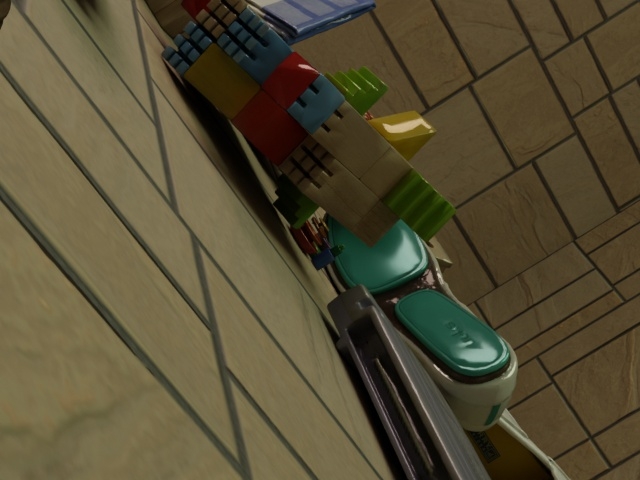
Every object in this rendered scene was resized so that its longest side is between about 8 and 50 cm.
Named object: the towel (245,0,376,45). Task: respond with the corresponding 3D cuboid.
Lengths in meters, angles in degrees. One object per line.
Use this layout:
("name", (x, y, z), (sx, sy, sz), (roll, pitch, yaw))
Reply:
("towel", (-0.092, -0.349, 1.500), (0.285, 0.034, 0.209), (34, 38, 18))

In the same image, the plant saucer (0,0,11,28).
("plant saucer", (-0.225, -0.217, 0.526), (0.278, 0.041, 0.278), (57, 4, -6))

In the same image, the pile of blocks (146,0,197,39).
("pile of blocks", (-0.212, -0.391, 1.310), (0.362, 0.113, 0.149), (54, 6, -40))

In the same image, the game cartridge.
("game cartridge", (0.119, 0.223, 1.090), (0.230, 0.068, 0.355), (59, 3, -37))

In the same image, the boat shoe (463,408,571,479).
("boat shoe", (0.281, 0.341, 1.497), (0.367, 0.136, 0.156), (54, 5, -5))

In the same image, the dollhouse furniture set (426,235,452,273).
("dollhouse furniture set", (0.090, 0.024, 1.875), (0.184, 0.129, 0.129), (18, 28, -32))

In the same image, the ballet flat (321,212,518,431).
("ballet flat", (0.108, 0.093, 1.428), (0.139, 0.139, 0.400), (53, -1, -43))

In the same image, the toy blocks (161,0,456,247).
("toy blocks", (-0.051, -0.158, 1.231), (0.381, 0.191, 0.261), (48, 6, 40))

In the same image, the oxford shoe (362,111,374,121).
("oxford shoe", (0.033, -0.158, 1.582), (0.348, 0.130, 0.123), (40, -42, 49))

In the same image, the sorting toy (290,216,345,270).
("sorting toy", (0.000, 0.000, 1.373), (0.061, 0.042, 0.102), (59, 5, 17))
